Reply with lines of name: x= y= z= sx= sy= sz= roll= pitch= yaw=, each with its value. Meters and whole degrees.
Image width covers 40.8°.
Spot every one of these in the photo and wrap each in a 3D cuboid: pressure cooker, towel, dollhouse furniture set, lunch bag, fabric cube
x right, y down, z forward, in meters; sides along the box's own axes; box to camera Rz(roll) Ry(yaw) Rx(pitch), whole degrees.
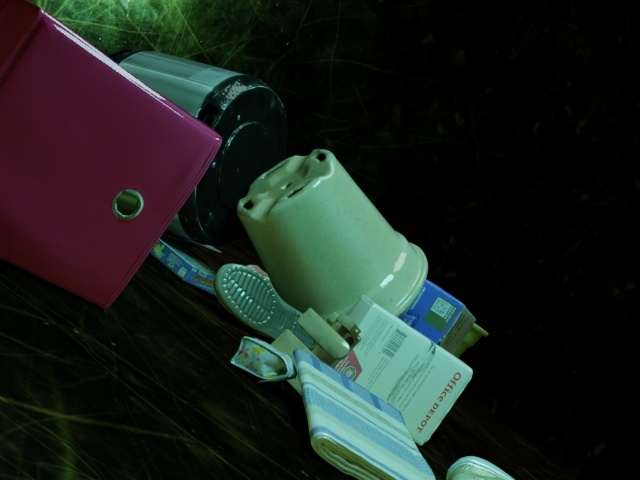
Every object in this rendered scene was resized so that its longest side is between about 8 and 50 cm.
pressure cooker: x=-0.323 y=-0.211 z=1.816 sx=0.421 sy=0.375 sz=0.370 roll=19 pitch=-6 yaw=23
towel: x=0.055 y=0.253 z=1.149 sx=0.209 sy=0.034 sz=0.285 roll=35 pitch=8 yaw=-14
dollhouse furniture set: x=0.020 y=0.199 z=1.382 sx=0.123 sy=0.144 sz=0.151 roll=41 pitch=-11 yaw=35
lunch bag: x=-0.075 y=0.174 z=1.210 sx=0.083 sy=0.053 sz=0.071 roll=25 pitch=-4 yaw=11
fabric cube: x=-0.325 y=-0.118 z=1.023 sx=0.258 sy=0.254 sz=0.259 roll=35 pitch=1 yaw=-40

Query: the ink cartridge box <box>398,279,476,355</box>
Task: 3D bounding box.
ink cartridge box: x=0.200 y=0.225 z=1.886 sx=0.151 sy=0.270 sz=0.395 roll=33 pitch=0 yaw=16

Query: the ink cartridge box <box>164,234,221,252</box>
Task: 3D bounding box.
ink cartridge box: x=-0.369 y=-0.031 z=2.062 sx=0.224 sy=0.045 sz=0.223 roll=36 pitch=1 yaw=17

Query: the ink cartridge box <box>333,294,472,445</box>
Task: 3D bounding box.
ink cartridge box: x=0.134 y=0.241 z=1.604 sx=0.237 sy=0.172 sz=0.100 roll=34 pitch=0 yaw=-12

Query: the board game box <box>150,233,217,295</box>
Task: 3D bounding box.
board game box: x=-0.281 y=0.038 z=1.715 sx=0.201 sy=0.035 sz=0.136 roll=34 pitch=0 yaw=35

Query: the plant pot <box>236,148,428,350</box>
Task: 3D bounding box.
plant pot: x=0.000 y=0.000 z=1.733 sx=0.305 sy=0.334 sz=0.334 roll=57 pitch=-10 yaw=-25

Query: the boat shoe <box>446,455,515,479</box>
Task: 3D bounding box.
boat shoe: x=0.317 y=0.426 z=1.258 sx=0.302 sy=0.109 sz=0.094 roll=26 pitch=14 yaw=10

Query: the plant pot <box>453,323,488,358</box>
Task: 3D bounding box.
plant pot: x=0.248 y=0.266 z=2.232 sx=0.276 sy=0.254 sz=0.276 roll=35 pitch=0 yaw=0

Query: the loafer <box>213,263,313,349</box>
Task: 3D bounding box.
loafer: x=-0.116 y=0.132 z=1.592 sx=0.087 sy=0.094 sz=0.251 roll=-2 pitch=-38 yaw=47

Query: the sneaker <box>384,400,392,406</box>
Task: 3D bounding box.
sneaker: x=0.054 y=0.266 z=1.358 sx=0.067 sy=0.064 sz=0.175 roll=10 pitch=-16 yaw=28

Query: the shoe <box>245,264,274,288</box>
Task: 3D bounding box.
shoe: x=-0.137 y=0.115 z=2.305 sx=0.081 sy=0.063 sz=0.178 roll=41 pitch=8 yaw=37
